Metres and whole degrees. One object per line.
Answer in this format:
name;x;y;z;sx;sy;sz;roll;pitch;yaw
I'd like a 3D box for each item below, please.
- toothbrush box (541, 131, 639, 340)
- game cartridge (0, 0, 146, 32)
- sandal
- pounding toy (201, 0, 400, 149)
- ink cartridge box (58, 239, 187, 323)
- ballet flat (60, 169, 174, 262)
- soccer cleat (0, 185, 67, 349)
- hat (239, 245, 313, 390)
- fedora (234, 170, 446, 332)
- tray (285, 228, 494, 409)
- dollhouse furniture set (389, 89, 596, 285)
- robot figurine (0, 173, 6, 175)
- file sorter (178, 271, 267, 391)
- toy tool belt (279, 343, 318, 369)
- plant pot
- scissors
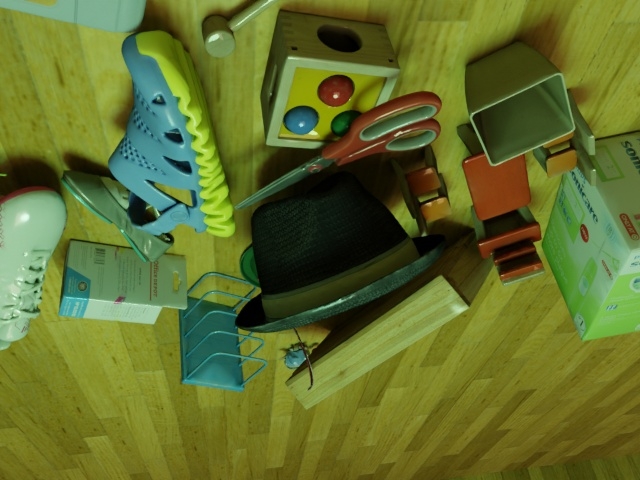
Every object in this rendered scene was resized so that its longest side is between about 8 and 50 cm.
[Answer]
toothbrush box;0.468;0.003;0.952;0.122;0.206;0.283;-10;146;1
game cartridge;-0.281;-0.276;0.471;0.297;0.062;0.198;6;159;-22
sandal;-0.187;-0.099;0.708;0.138;0.126;0.317;-11;143;-7
pounding toy;-0.025;-0.191;0.652;0.206;0.094;0.181;1;143;-17
ink cartridge box;-0.307;0.070;0.934;0.181;0.104;0.061;10;140;-26
ballet flat;-0.274;-0.045;0.832;0.068;0.072;0.213;-39;145;-7
soccer cleat;-0.424;0.053;0.831;0.116;0.143;0.331;-14;161;-49
hat;-0.032;0.116;0.999;0.173;0.184;0.208;-30;140;27
fedora;0.000;0.000;0.811;0.334;0.153;0.334;-23;-175;2
tray;0.121;0.148;1.085;0.411;0.076;0.203;-43;177;36
dollhouse furniture set;0.270;-0.055;0.880;0.262;0.135;0.259;-20;144;13
robot figurine;-0.449;-0.078;0.724;0.115;0.067;0.101;-15;146;6
file sorter;-0.169;0.157;1.038;0.118;0.170;0.104;20;131;-35
toy tool belt;-0.045;0.253;1.303;0.083;0.052;0.051;-23;151;17
plant pot;0.235;-0.177;0.736;0.109;0.096;0.109;-24;142;17
scissors;0.003;-0.100;0.699;0.297;0.021;0.109;-17;162;18
